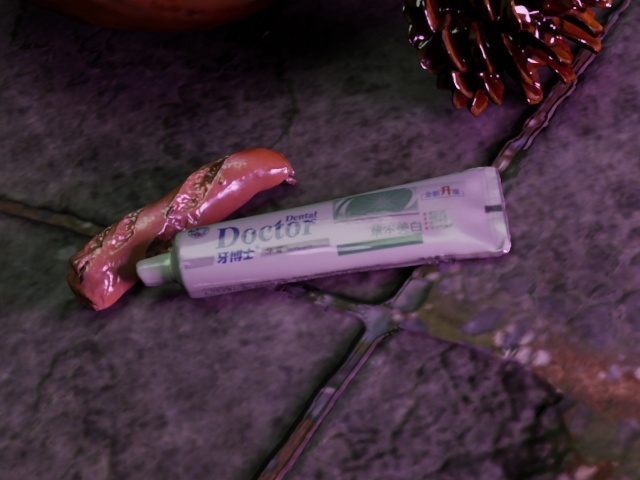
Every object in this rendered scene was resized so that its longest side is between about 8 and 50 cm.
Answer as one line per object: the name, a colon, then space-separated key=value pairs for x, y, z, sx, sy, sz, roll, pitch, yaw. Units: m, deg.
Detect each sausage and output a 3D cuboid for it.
sausage: x=-0.085 y=-0.012 z=1.121 sx=0.158 sy=0.042 sz=0.036 roll=-33 pitch=5 yaw=-18

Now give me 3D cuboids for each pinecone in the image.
pinecone: x=0.112 y=-0.148 z=1.114 sx=0.121 sy=0.140 sz=0.140 roll=-12 pitch=40 yaw=26

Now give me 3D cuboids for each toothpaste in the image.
toothpaste: x=0.000 y=0.000 z=1.073 sx=0.218 sy=0.041 sz=0.064 roll=-10 pitch=54 yaw=6

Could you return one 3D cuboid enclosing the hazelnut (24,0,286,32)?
hazelnut: x=-0.105 y=-0.317 z=1.243 sx=0.421 sy=0.352 sz=0.421 roll=-23 pitch=6 yaw=3
